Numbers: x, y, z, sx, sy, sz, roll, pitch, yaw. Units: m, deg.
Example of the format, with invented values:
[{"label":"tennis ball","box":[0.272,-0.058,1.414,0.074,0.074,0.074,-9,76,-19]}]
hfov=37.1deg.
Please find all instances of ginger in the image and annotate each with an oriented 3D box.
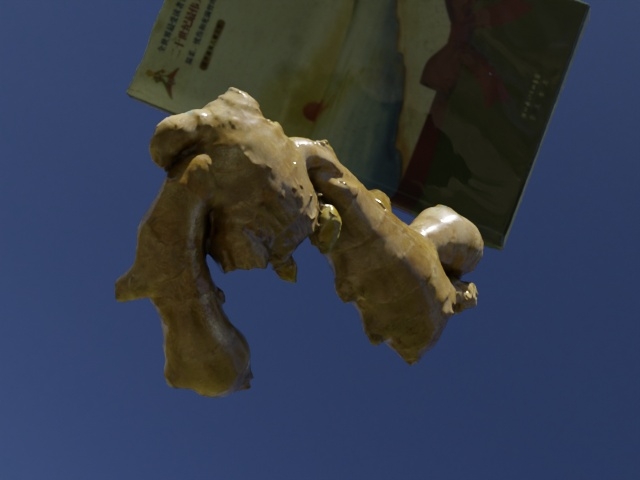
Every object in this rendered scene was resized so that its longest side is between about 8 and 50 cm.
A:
[{"label":"ginger","box":[0.000,0.000,0.451,0.053,0.193,0.176,2,-53,46]}]

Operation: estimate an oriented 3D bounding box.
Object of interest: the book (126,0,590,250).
[{"label":"book","box":[0.033,-0.135,0.683,0.290,0.201,0.026,22,-6,-3]}]
